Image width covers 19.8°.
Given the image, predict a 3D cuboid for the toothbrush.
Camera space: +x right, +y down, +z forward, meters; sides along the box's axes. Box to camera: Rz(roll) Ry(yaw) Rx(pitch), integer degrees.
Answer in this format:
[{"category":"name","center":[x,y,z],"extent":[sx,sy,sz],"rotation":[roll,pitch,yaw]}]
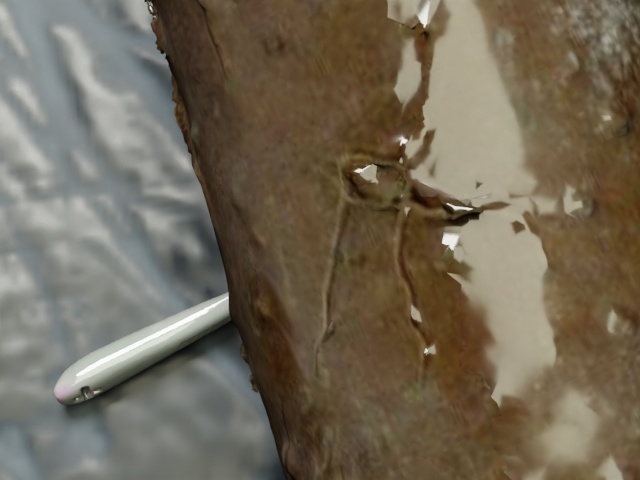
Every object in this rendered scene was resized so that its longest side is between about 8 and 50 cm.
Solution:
[{"category":"toothbrush","center":[0.000,0.000,0.489],"extent":[0.162,0.014,0.017],"rotation":[-28,61,-9]}]

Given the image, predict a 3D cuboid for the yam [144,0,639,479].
[{"category":"yam","center":[0.034,-0.003,0.426],"extent":[0.131,0.131,0.280],"rotation":[-15,88,-7]}]
